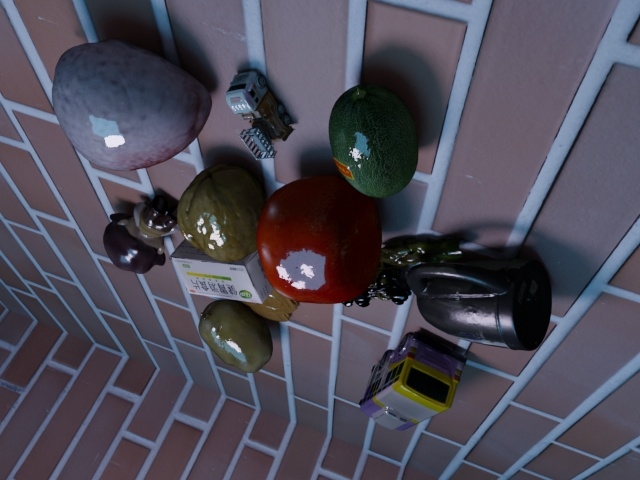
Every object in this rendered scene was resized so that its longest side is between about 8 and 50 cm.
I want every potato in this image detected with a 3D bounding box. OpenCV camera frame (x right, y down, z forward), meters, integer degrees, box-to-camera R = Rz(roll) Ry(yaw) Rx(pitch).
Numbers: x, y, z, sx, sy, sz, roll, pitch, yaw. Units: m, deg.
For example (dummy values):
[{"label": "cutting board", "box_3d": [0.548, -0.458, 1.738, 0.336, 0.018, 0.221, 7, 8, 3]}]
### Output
[{"label": "potato", "box_3d": [-0.325, 0.367, 2.446, 0.326, 0.243, 0.221, 45, 115, -3]}]

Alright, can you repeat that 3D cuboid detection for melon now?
[{"label": "melon", "box_3d": [0.110, -0.211, 1.296, 0.182, 0.182, 0.287, 9, 144, 25]}]

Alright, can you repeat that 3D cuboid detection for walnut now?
[{"label": "walnut", "box_3d": [-0.268, -0.077, 1.730, 0.227, 0.283, 0.283, 53, 176, 47]}]

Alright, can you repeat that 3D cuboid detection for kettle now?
[{"label": "kettle", "box_3d": [0.375, 0.140, 1.597, 0.324, 0.228, 0.321, -1, 153, 43]}]

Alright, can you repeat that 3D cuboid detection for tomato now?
[{"label": "tomato", "box_3d": [0.000, 0.000, 1.574, 0.293, 0.289, 0.325, 5, 118, 13]}]

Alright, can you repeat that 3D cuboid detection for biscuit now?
[{"label": "biscuit", "box_3d": [-0.217, 0.196, 2.293, 0.270, 0.051, 0.376, 8, 145, 24]}]

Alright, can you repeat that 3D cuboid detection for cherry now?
[{"label": "cherry", "box_3d": [-0.448, -0.319, 1.445, 0.335, 0.291, 0.326, -6, 146, 28]}]

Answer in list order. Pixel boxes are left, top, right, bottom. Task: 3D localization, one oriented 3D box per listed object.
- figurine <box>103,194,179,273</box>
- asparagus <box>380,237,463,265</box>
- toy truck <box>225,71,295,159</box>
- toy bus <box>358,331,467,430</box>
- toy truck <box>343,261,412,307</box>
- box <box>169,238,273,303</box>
[{"label": "figurine", "box_3d": [-0.594, -0.045, 2.112, 0.218, 0.206, 0.365, 18, 131, -34]}, {"label": "asparagus", "box_3d": [0.260, 0.031, 1.672, 0.287, 0.080, 0.080, -7, 137, 37]}, {"label": "toy truck", "box_3d": [-0.148, -0.287, 1.428, 0.080, 0.115, 0.177, 0, 140, 36]}, {"label": "toy bus", "box_3d": [0.311, 0.519, 2.213, 0.209, 0.249, 0.440, 27, 149, -3]}, {"label": "toy truck", "box_3d": [0.141, 0.120, 1.845, 0.257, 0.127, 0.127, -2, 147, 37]}, {"label": "box", "box_3d": [-0.319, 0.088, 2.072, 0.333, 0.145, 0.173, 5, 130, 29]}]
